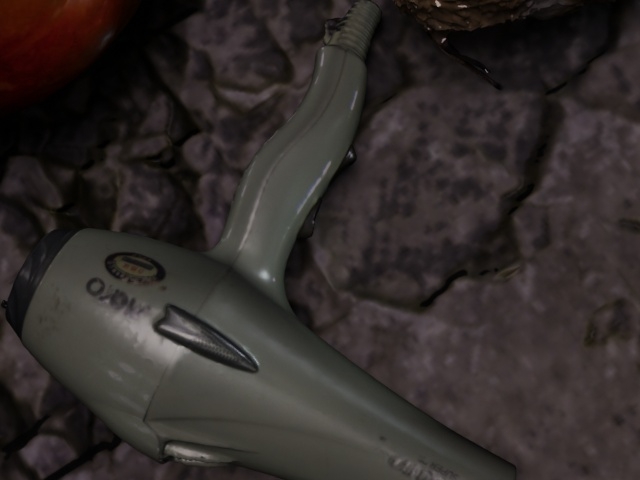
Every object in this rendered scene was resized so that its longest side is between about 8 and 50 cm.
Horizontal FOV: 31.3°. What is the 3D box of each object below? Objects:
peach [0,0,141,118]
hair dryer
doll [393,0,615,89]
[{"bbox_3d":[-0.183,-0.164,0.495,0.243,0.199,0.243,0,91,16],"label":"peach"},{"bbox_3d":[0.012,0.030,0.497,0.225,0.088,0.219,-41,81,-18],"label":"hair dryer"},{"bbox_3d":[0.121,-0.163,0.495,0.221,0.105,0.115,-32,109,-6],"label":"doll"}]
